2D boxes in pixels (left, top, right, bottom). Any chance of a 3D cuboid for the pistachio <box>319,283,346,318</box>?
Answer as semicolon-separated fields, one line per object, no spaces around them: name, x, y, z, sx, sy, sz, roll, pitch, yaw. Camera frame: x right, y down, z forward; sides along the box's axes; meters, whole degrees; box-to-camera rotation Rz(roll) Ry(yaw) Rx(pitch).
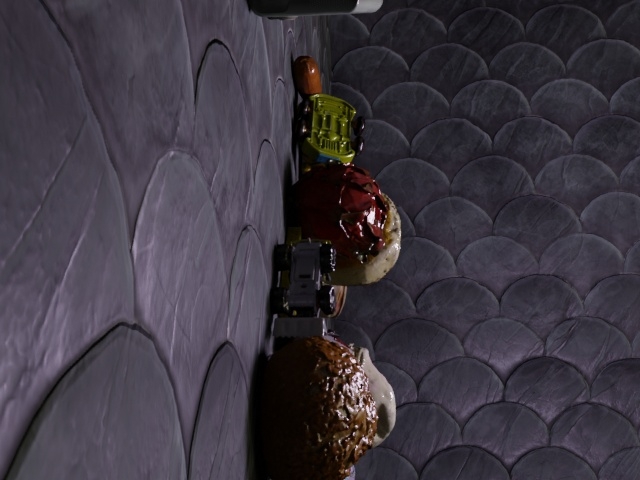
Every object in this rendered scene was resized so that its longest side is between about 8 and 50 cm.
pistachio;0.023;0.143;2.306;0.144;0.144;0.215;23;63;-86

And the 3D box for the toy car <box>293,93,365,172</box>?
toy car;0.013;-0.290;2.058;0.142;0.200;0.248;121;-18;-48

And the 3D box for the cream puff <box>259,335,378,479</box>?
cream puff;0.000;0.327;1.365;0.303;0.212;0.303;3;90;-79

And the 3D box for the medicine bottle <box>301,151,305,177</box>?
medicine bottle;0.010;-0.193;2.302;0.375;0.123;0.282;77;14;-75

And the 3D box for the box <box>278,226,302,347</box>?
box;-0.067;0.111;1.734;0.279;0.041;0.153;-87;176;-50

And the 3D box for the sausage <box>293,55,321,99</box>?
sausage;-0.036;-0.457;2.058;0.197;0.076;0.076;76;13;-73

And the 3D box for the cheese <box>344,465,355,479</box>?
cheese;0.004;0.705;1.974;0.217;0.129;0.329;71;35;-59

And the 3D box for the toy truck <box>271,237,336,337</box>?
toy truck;-0.031;0.107;1.541;0.111;0.136;0.286;80;11;-47

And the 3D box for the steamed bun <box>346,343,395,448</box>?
steamed bun;0.031;0.406;1.807;0.268;0.207;0.280;-55;-134;37

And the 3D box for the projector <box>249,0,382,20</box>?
projector;-0.018;-0.486;1.318;0.177;0.242;0.163;-38;130;-64

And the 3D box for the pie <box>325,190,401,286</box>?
pie;0.079;-0.018;1.998;0.092;0.315;0.315;41;45;-56

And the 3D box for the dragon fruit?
dragon fruit;0.050;-0.074;1.845;0.299;0.244;0.244;47;-21;31

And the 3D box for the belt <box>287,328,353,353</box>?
belt;-0.006;0.255;1.614;0.124;0.128;0.201;-66;157;0
